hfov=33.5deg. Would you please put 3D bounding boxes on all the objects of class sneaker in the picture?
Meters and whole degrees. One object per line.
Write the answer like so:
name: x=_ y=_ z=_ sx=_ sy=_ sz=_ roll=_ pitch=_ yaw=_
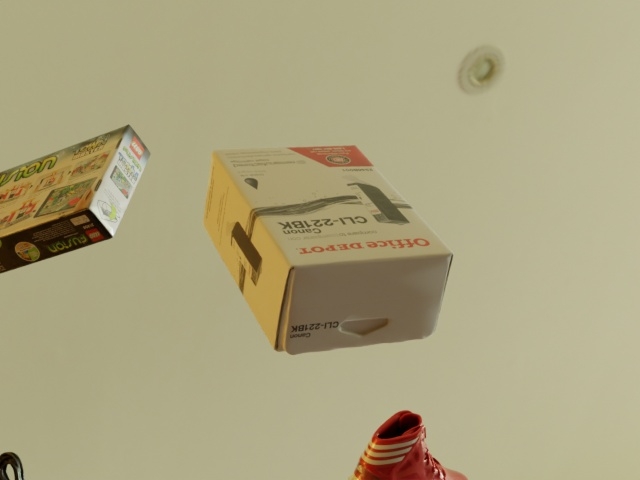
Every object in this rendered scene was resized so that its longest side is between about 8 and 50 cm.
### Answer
sneaker: x=0.152 y=0.318 z=1.534 sx=0.221 sy=0.087 sz=0.128 roll=11 pitch=-71 yaw=-40

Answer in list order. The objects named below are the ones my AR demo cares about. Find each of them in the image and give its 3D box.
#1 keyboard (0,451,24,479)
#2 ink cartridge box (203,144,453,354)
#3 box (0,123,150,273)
keyboard: x=-0.247 y=0.187 z=0.734 sx=0.108 sy=0.180 sz=0.023 roll=-16 pitch=-7 yaw=10
ink cartridge box: x=0.000 y=0.000 z=1.225 sx=0.197 sy=0.273 sz=0.114 roll=-4 pitch=-57 yaw=-23
box: x=-0.252 y=-0.025 z=0.915 sx=0.207 sy=0.114 sz=0.036 roll=-16 pitch=-53 yaw=25
